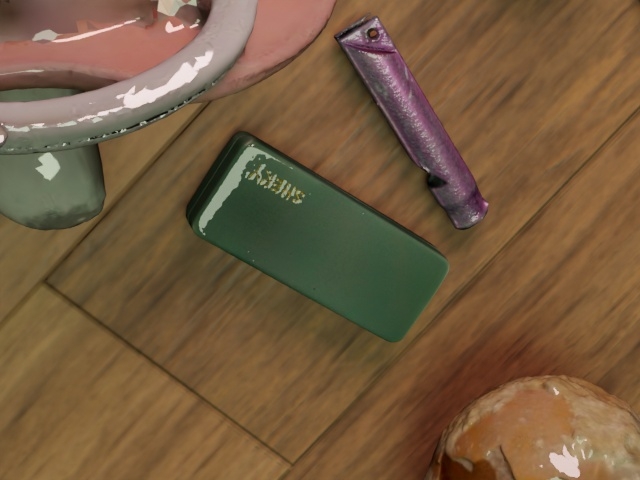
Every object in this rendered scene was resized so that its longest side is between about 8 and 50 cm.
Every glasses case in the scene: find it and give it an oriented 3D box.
[{"bbox_3d":[0.000,0.000,0.720,0.184,0.039,0.077,30,99,-22],"label":"glasses case"}]

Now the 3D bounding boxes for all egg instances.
[{"bbox_3d":[0.172,0.210,0.763,0.195,0.195,0.233,-5,123,-14],"label":"egg"}]

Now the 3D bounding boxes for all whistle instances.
[{"bbox_3d":[0.068,-0.080,0.714,0.033,0.033,0.176,-35,114,-1],"label":"whistle"}]

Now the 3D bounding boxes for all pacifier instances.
[{"bbox_3d":[-0.156,-0.128,0.545,0.332,0.273,0.220,-5,84,-12],"label":"pacifier"}]
